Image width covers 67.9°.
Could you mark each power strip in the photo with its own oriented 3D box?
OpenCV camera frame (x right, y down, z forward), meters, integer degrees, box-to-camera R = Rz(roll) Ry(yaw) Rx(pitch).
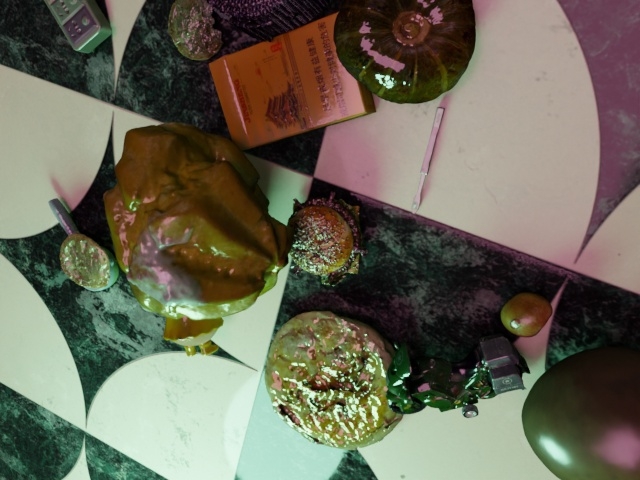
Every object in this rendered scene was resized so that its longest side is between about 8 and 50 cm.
[{"bbox_3d":[-0.504,-0.523,0.991,0.145,0.061,0.215,-28,96,20],"label":"power strip"}]

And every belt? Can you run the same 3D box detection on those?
[{"bbox_3d":[-0.062,-0.496,0.760,0.325,0.122,0.260,-47,72,20],"label":"belt"}]

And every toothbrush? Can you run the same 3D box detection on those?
[{"bbox_3d":[0.192,-0.140,0.855,0.014,0.017,0.194,17,112,17],"label":"toothbrush"}]

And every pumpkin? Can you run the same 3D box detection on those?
[{"bbox_3d":[0.139,-0.321,0.748,0.219,0.162,0.218,0,94,-1],"label":"pumpkin"}]

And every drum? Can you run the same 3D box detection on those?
[{"bbox_3d":[-0.588,0.006,1.189,0.130,0.049,0.252,-12,102,24],"label":"drum"}]

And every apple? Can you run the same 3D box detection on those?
[{"bbox_3d":[0.362,0.129,0.838,0.071,0.084,0.083,40,117,25],"label":"apple"}]

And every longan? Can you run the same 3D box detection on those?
[{"bbox_3d":[0.469,0.295,0.761,0.259,0.258,0.257,6,109,20],"label":"longan"}]

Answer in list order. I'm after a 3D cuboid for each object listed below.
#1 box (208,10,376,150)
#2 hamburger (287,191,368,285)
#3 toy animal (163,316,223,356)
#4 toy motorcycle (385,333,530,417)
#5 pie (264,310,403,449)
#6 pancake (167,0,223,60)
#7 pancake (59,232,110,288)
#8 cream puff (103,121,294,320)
[{"bbox_3d":[-0.054,-0.283,0.874,0.275,0.076,0.174,-11,101,24],"label":"box"},{"bbox_3d":[0.003,0.003,0.932,0.164,0.093,0.189,-8,105,23],"label":"hamburger"},{"bbox_3d":[-0.300,0.156,1.075,0.156,0.156,0.229,-8,107,24],"label":"toy animal"},{"bbox_3d":[0.240,0.246,0.882,0.275,0.124,0.187,-20,124,14],"label":"toy motorcycle"},{"bbox_3d":[0.029,0.310,1.026,0.340,0.077,0.338,5,105,18],"label":"pie"},{"bbox_3d":[-0.249,-0.422,0.936,0.116,0.023,0.129,-4,105,25],"label":"pancake"},{"bbox_3d":[-0.570,0.054,1.155,0.152,0.025,0.151,6,109,19],"label":"pancake"},{"bbox_3d":[-0.189,-0.029,0.858,0.276,0.378,0.377,-4,105,11],"label":"cream puff"}]
